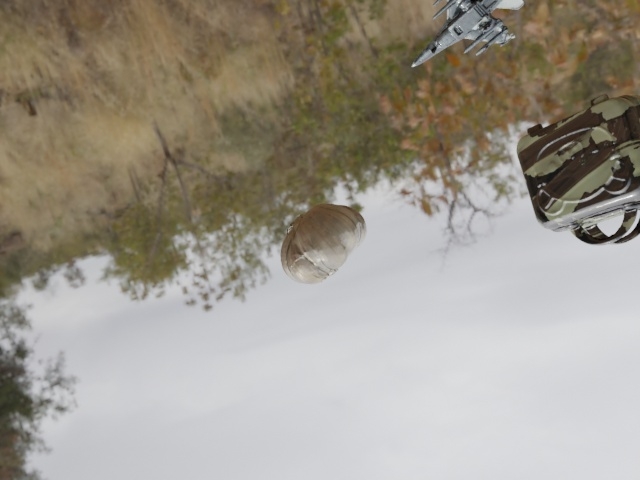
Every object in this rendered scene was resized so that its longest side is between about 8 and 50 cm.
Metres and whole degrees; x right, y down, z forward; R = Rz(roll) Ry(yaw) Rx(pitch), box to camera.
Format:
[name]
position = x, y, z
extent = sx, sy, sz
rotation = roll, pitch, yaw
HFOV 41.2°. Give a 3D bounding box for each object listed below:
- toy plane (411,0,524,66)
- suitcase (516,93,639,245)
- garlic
[toy plane]
position = 0.248, -0.376, 1.476
extent = 0.234, 0.160, 0.082
rotation = -42, -165, 16
[suitcase]
position = 0.677, -0.153, 2.073
extent = 0.194, 0.339, 0.351
rotation = -6, 168, -41
[garlic]
position = -0.002, 0.000, 2.005
extent = 0.228, 0.152, 0.228
rotation = -36, -171, 7
